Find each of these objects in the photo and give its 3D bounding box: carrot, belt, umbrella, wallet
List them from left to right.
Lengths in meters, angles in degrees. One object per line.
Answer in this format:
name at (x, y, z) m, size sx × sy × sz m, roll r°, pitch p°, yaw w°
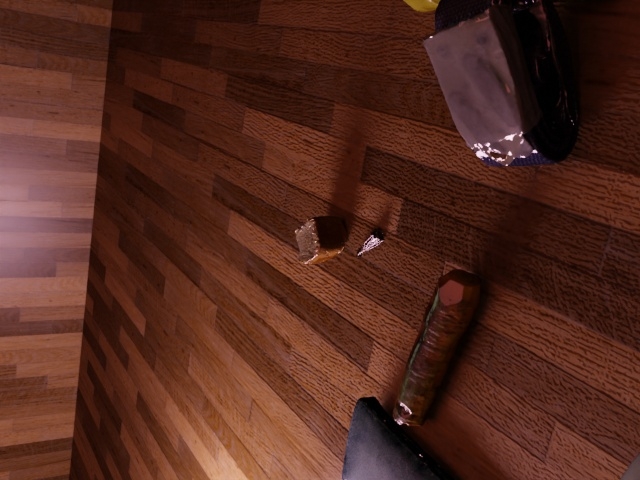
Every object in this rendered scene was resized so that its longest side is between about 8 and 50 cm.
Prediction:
umbrella at (0.085, 0.003, 1.159) m, size 0.083 × 0.020 × 0.031 m, roll -52°, pitch 47°, yaw 50°
wallet at (0.151, 0.412, 1.018) m, size 0.379 × 0.046 × 0.191 m, roll 38°, pitch 122°, yaw 50°
carrot at (0.166, 0.162, 0.985) m, size 0.070 × 0.070 × 0.260 m, roll 45°, pitch 127°, yaw 48°
belt at (0.228, -0.198, 0.800) m, size 0.126 × 0.139 × 0.230 m, roll 2°, pitch 119°, yaw 54°

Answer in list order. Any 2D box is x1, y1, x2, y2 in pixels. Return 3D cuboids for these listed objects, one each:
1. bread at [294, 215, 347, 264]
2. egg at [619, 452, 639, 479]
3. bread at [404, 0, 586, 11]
bread at (0.002, 0.002, 1.238) m, size 0.083 × 0.070 × 0.077 m, roll -39°, pitch 57°, yaw 52°
egg at (0.344, 0.280, 0.554) m, size 0.230 × 0.230 × 0.371 m, roll 52°, pitch 137°, yaw 44°
bread at (0.220, -0.389, 0.869) m, size 0.383 × 0.112 × 0.166 m, roll 25°, pitch 111°, yaw 55°
